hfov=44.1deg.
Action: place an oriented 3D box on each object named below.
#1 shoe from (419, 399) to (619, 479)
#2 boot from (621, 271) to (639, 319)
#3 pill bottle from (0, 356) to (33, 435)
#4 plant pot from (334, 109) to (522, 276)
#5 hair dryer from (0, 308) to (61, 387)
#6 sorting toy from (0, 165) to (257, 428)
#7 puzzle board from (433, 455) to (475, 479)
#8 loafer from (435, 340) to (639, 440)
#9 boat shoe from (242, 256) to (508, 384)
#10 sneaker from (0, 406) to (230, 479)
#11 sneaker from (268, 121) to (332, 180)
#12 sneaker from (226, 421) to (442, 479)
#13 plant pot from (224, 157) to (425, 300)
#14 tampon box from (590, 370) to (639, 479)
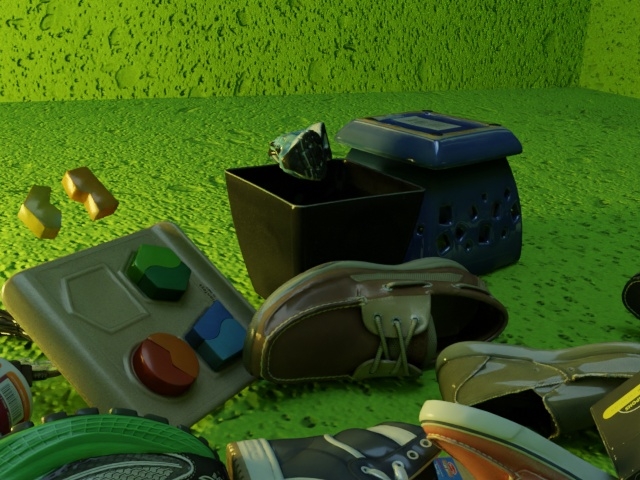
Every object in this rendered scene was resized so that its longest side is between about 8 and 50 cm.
[{"bbox_3d":[0.138,0.179,0.542,0.178,0.081,0.063,28,-20,-10],"label":"shoe"},{"bbox_3d":[0.401,0.108,0.858,0.179,0.085,0.236,-11,30,-36],"label":"boot"},{"bbox_3d":[-0.307,0.157,0.627,0.086,0.086,0.152,7,19,13],"label":"pill bottle"},{"bbox_3d":[0.155,-0.075,1.184,0.236,0.212,0.236,-15,26,-39],"label":"plant pot"},{"bbox_3d":[-0.261,0.077,0.880,0.294,0.080,0.224,-8,21,-30],"label":"hair dryer"},{"bbox_3d":[-0.193,0.044,0.794,0.307,0.041,0.229,46,34,10],"label":"sorting toy"},{"bbox_3d":[0.141,0.214,0.640,0.097,0.011,0.128,-1,18,-8],"label":"puzzle board"},{"bbox_3d":[0.232,0.153,0.740,0.251,0.094,0.087,-1,42,17],"label":"loafer"},{"bbox_3d":[0.072,0.088,0.840,0.325,0.123,0.116,-13,26,-34],"label":"boat shoe"},{"bbox_3d":[-0.197,0.210,0.472,0.344,0.134,0.146,-10,45,-40],"label":"sneaker"},{"bbox_3d":[-0.031,-0.105,0.994,0.073,0.063,0.162,-12,12,12],"label":"sneaker"},{"bbox_3d":[0.035,0.205,0.513,0.153,0.099,0.282,-5,17,-16],"label":"sneaker"},{"bbox_3d":[0.000,0.000,1.009,0.188,0.166,0.187,-10,23,-31],"label":"plant pot"},{"bbox_3d":[0.294,0.157,0.547,0.161,0.120,0.101,44,17,-8],"label":"tampon box"}]
